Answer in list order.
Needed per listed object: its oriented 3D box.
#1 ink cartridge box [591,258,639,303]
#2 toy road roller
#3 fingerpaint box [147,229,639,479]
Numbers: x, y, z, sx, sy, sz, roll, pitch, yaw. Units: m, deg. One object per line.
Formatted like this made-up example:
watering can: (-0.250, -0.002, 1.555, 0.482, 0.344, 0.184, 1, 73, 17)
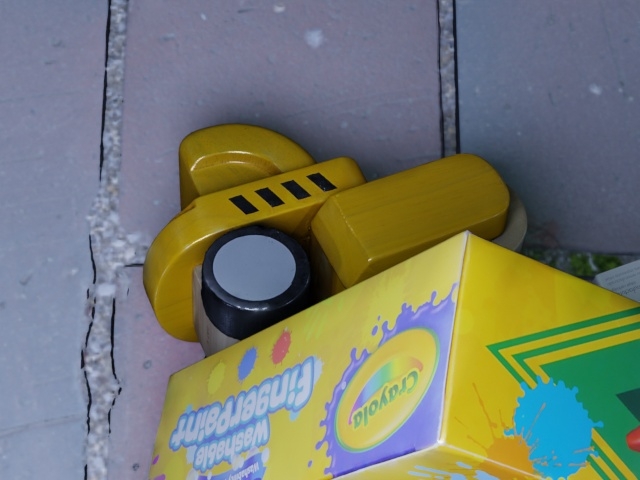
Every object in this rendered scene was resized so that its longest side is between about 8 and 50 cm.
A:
ink cartridge box: (0.342, 0.111, 1.748, 0.115, 0.067, 0.198, -19, 71, -13)
toy road roller: (0.000, 0.000, 1.695, 0.330, 0.202, 0.240, -16, 54, -15)
fingerpaint box: (0.126, 0.177, 1.439, 0.371, 0.445, 0.163, 21, 64, -24)
